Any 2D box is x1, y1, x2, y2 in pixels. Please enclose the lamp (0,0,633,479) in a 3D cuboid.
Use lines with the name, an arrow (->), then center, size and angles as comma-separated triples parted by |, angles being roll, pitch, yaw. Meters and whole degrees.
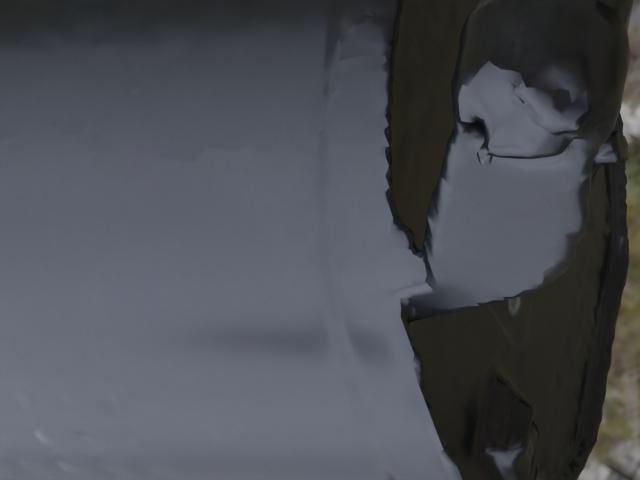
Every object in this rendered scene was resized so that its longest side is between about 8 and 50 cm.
lamp -> -0.038, -0.018, 0.603 | 0.272, 0.205, 0.374 | 8, 150, 10
